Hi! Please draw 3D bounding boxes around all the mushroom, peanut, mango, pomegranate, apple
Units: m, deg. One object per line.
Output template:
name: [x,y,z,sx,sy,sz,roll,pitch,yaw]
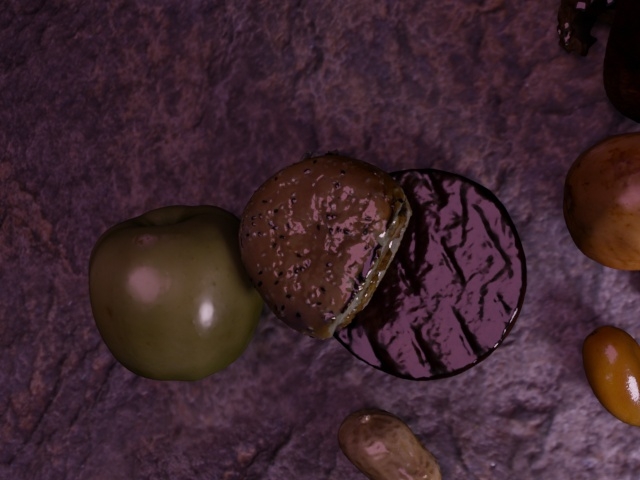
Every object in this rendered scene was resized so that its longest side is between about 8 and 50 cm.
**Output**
mushroom: [0.593,-0.339,1.137,0.334,0.356,0.330,-5,104,-4]
peanut: [0.135,0.406,1.312,0.224,0.129,0.129,39,101,11]
mango: [0.517,0.236,1.205,0.102,0.085,0.184,-23,90,14]
pomegranate: [0.518,-0.064,1.136,0.248,0.248,0.248,-1,87,20]
apple: [-0.275,0.101,1.359,0.358,0.357,0.357,-1,87,20]

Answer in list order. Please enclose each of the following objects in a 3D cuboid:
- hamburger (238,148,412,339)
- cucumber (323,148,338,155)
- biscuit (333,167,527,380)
hamburger: [0.000,0.000,1.262,0.277,0.195,0.317,26,92,21]
cucumber: [-0.032,-0.130,1.437,0.182,0.053,0.053,-28,79,18]
biscuit: [0.186,0.062,1.330,0.408,0.091,0.407,-2,85,22]
